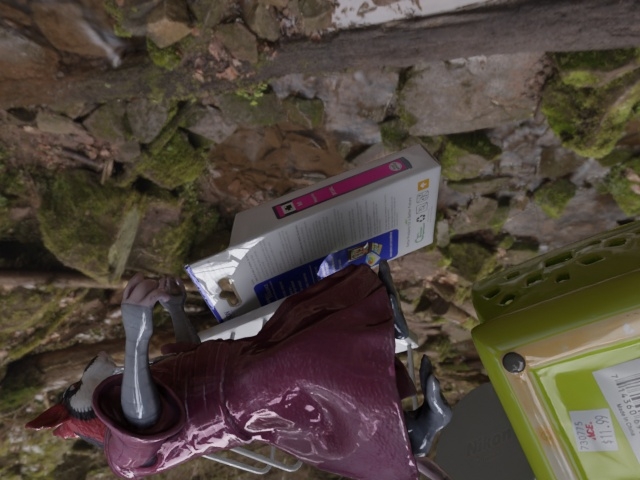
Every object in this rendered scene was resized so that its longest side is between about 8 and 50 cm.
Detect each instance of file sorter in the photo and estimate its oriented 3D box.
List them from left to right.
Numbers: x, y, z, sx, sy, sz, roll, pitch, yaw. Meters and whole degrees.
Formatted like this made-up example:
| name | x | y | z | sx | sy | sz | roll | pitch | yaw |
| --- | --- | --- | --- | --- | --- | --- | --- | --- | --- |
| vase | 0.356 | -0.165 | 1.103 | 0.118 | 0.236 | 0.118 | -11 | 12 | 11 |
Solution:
| name | x | y | z | sx | sy | sz | roll | pitch | yaw |
| --- | --- | --- | --- | --- | --- | --- | --- | --- | --- |
| file sorter | -0.027 | 0.205 | 0.611 | 0.277 | 0.173 | 0.193 | -25 | 132 | 30 |

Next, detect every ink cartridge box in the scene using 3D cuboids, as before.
| name | x | y | z | sx | sy | sz | roll | pitch | yaw |
| --- | --- | --- | --- | --- | --- | --- | --- | --- | --- |
| ink cartridge box | 0.000 | 0.000 | 0.655 | 0.370 | 0.069 | 0.176 | -24 | 142 | -10 |

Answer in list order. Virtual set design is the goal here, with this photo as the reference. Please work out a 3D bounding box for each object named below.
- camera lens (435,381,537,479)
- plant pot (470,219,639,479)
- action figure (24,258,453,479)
| name | x | y | z | sx | sy | sz | roll | pitch | yaw |
| --- | --- | --- | --- | --- | --- | --- | --- | --- | --- |
| camera lens | 0.340 | 0.365 | 0.657 | 0.274 | 0.220 | 0.219 | 36 | 144 | -13 |
| plant pot | 0.278 | 0.121 | 0.408 | 0.227 | 0.229 | 0.207 | -26 | 174 | 24 |
| action figure | -0.083 | 0.150 | 0.430 | 0.369 | 0.276 | 0.248 | -18 | -179 | 2 |
